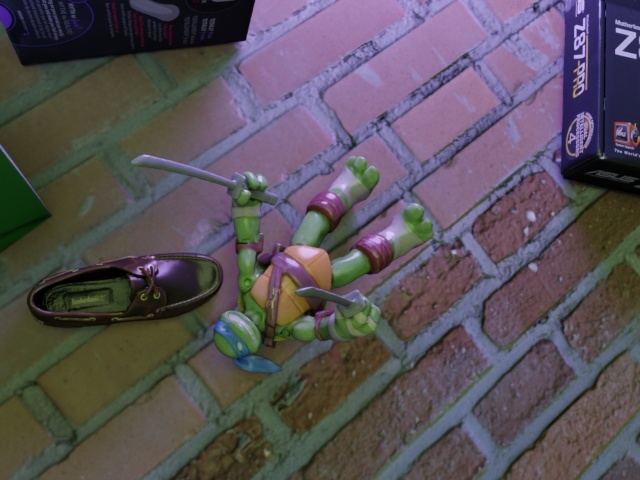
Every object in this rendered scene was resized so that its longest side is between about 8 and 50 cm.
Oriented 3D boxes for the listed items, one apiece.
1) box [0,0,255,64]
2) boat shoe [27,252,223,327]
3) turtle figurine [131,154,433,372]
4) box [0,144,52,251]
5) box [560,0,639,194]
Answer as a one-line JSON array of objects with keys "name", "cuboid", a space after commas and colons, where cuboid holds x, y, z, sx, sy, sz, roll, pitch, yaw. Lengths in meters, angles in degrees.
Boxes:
[{"name": "box", "cuboid": [-0.217, -0.307, 0.706, 0.270, 0.165, 0.144, -11, 82, -16]}, {"name": "boat shoe", "cuboid": [-0.204, 0.054, 0.688, 0.206, 0.073, 0.073, -12, 81, -17]}, {"name": "turtle figurine", "cuboid": [0.000, 0.000, 0.665, 0.266, 0.197, 0.275, -39, 132, -34]}, {"name": "box", "cuboid": [-0.383, -0.105, 0.577, 0.126, 0.262, 0.231, -40, 91, -17]}, {"name": "box", "cuboid": [0.540, -0.209, 0.908, 0.394, 0.097, 0.319, 11, 74, -11]}]
